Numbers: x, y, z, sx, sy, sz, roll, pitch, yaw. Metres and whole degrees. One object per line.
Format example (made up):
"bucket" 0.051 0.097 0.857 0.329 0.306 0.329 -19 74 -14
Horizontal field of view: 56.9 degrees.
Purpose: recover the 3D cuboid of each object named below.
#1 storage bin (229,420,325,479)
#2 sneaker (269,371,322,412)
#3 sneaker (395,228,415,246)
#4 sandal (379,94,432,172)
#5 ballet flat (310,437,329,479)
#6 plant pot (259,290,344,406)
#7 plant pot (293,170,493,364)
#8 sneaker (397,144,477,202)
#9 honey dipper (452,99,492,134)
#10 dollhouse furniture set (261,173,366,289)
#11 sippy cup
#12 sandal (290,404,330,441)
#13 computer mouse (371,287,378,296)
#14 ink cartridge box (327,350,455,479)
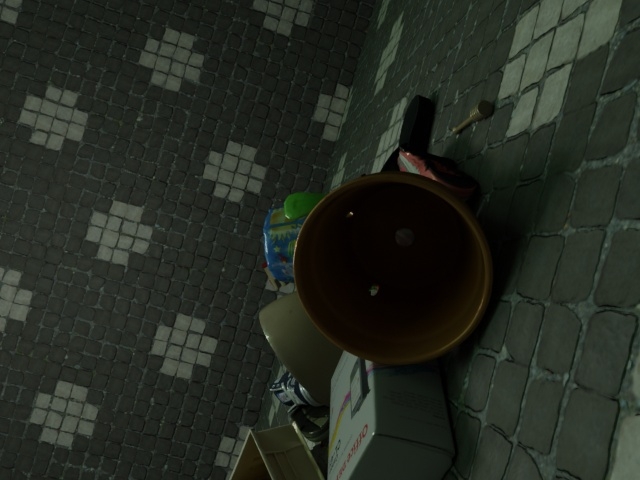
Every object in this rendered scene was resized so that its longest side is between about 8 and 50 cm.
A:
"storage bin" -0.095 0.613 1.385 0.260 0.123 0.262 55 136 39
"sneaker" -0.054 0.378 1.478 0.153 0.099 0.282 -36 0 6
"sneaker" 0.151 0.001 1.199 0.105 0.115 0.281 -43 29 29
"sandal" 0.180 -0.162 1.444 0.167 0.107 0.446 120 164 -63
"ballet flat" -0.015 0.565 1.449 0.091 0.077 0.241 -90 18 -71
"plant pot" 0.021 0.213 1.379 0.191 0.284 0.284 -40 12 6
"plant pot" 0.123 0.019 0.940 0.203 0.290 0.291 -50 -20 -67
"sneaker" 0.197 -0.096 1.151 0.314 0.115 0.136 -95 21 -70
"honey dipper" 0.284 -0.229 1.132 0.160 0.030 0.031 141 144 -81
"dollhouse furniture set" -0.020 -0.015 1.578 0.374 0.152 0.201 -29 0 -28
"sippy cup" 0.000 0.000 1.299 0.240 0.224 0.306 -76 -22 -59
"sandal" -0.004 0.457 1.509 0.120 0.086 0.303 -42 7 -2
"computer mouse" 0.108 0.150 1.552 0.184 0.060 0.262 6 84 63
"ink cartridge box" 0.103 0.282 0.986 0.306 0.131 0.226 -84 12 -59
